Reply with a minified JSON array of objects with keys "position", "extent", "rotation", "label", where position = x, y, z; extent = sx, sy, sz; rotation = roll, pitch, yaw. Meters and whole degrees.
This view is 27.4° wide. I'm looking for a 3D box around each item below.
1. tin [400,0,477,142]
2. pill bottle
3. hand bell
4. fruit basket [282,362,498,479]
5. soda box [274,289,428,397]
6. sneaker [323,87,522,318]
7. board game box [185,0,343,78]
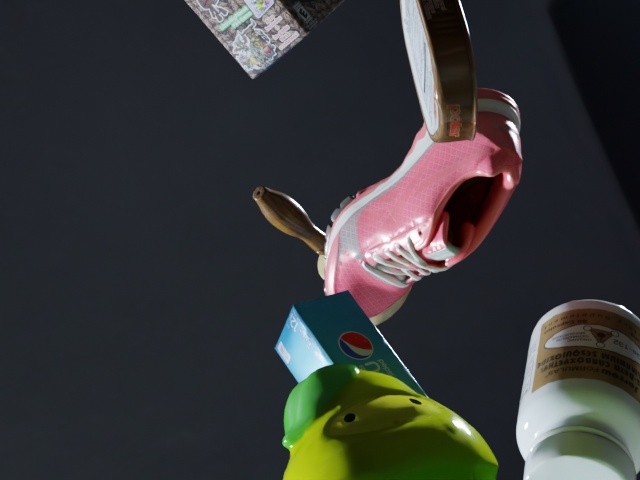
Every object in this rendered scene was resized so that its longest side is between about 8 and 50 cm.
[{"position":[0.094,-0.162,1.074],"extent":[0.040,0.106,0.190],"rotation":[-10,51,1],"label":"tin"},{"position":[0.262,0.173,1.301],"extent":[0.131,0.131,0.229],"rotation":[-22,25,27],"label":"pill bottle"},{"position":[0.000,0.000,1.615],"extent":[0.126,0.242,0.126],"rotation":[-22,49,27],"label":"hand bell"},{"position":[0.086,0.241,0.948],"extent":[0.392,0.392,0.283],"rotation":[-28,-10,-21],"label":"fruit basket"},{"position":[0.044,0.149,1.250],"extent":[0.071,0.210,0.067],"rotation":[-13,-37,-34],"label":"soda box"},{"position":[0.100,-0.013,1.370],"extent":[0.314,0.116,0.136],"rotation":[-53,27,30],"label":"sneaker"},{"position":[-0.107,-0.442,2.054],"extent":[0.141,0.291,0.232],"rotation":[-34,12,40],"label":"board game box"}]
